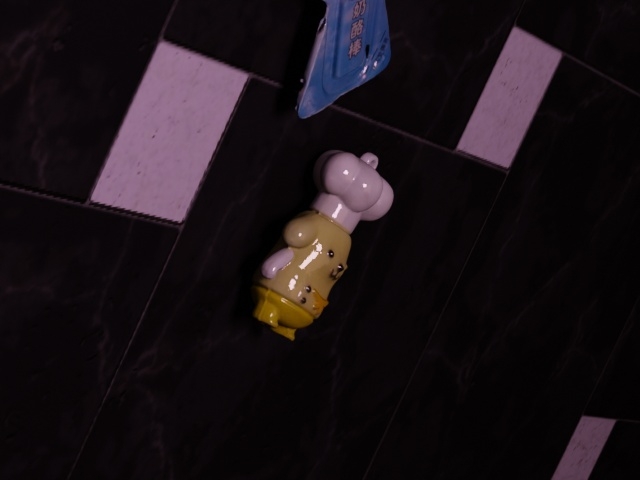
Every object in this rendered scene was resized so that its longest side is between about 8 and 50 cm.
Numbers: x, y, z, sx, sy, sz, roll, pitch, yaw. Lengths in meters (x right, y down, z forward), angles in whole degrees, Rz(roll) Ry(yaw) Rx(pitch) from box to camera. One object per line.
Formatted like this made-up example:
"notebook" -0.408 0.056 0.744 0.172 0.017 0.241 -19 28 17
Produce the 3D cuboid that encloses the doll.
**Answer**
"doll" 0.000 0.000 1.560 0.162 0.062 0.106 -60 156 -5

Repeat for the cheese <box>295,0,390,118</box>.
"cheese" 0.029 -0.210 1.432 0.135 0.052 0.244 -33 140 -42
